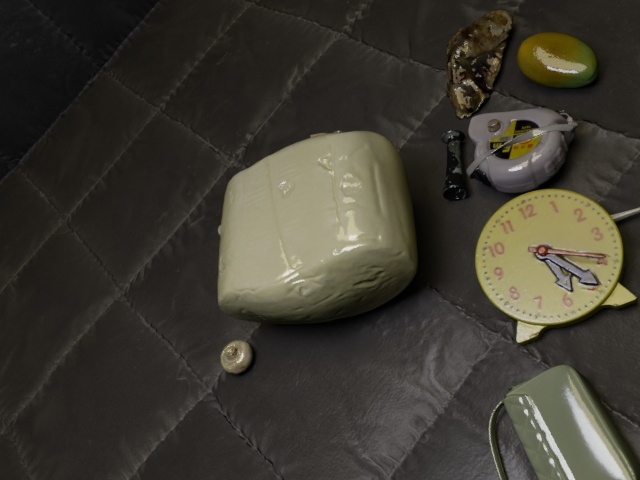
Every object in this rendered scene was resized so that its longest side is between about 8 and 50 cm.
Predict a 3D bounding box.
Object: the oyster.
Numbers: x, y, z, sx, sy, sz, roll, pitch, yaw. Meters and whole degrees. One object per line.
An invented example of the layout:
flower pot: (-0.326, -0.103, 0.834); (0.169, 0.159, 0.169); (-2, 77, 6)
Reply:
oyster: (0.390, -0.444, 1.574); (0.166, 0.094, 0.295); (0, 68, 22)

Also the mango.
mango: (0.546, -0.411, 1.451); (0.130, 0.092, 0.194); (-45, 53, -2)

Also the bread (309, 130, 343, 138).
bread: (0.010, -0.208, 1.665); (0.105, 0.077, 0.152); (0, 64, 33)

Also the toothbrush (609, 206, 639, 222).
toothbrush: (0.537, -0.027, 1.259); (0.342, 0.030, 0.025); (-20, 53, 20)

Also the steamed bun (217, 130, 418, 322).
steamed bun: (0.000, 0.000, 1.409); (0.455, 0.290, 0.372); (-17, 60, 25)

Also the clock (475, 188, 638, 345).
clock: (0.440, 0.032, 1.228); (0.277, 0.071, 0.294); (-31, 58, 16)

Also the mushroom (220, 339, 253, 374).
mushroom: (-0.201, 0.275, 1.503); (0.083, 0.067, 0.084); (-15, 49, 18)

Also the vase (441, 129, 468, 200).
vase: (0.312, -0.177, 1.472); (0.059, 0.059, 0.167); (-11, 57, 26)

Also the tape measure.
tape measure: (0.428, -0.195, 1.370); (0.236, 0.120, 0.197); (0, 56, 37)

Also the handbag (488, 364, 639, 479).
handbag: (0.400, 0.360, 1.083); (0.219, 0.079, 0.256); (-36, 48, 22)
